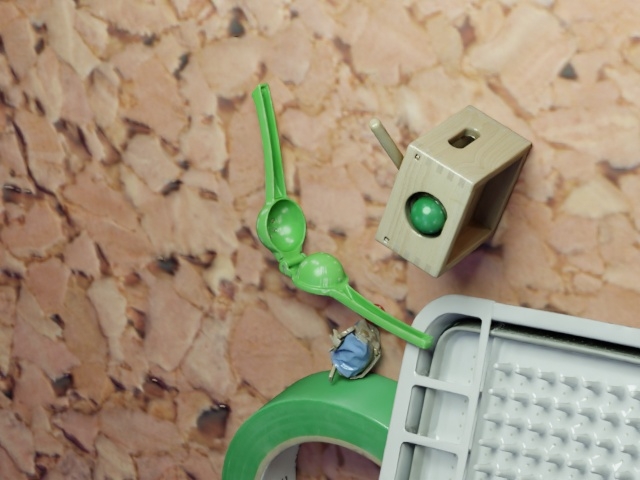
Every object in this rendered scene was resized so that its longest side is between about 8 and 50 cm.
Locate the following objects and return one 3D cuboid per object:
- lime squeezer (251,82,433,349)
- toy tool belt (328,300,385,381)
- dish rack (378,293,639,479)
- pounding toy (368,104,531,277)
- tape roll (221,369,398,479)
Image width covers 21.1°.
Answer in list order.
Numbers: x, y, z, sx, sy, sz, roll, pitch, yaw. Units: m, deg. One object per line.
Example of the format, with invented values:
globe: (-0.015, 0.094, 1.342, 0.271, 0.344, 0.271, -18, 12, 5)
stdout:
lime squeezer: (0.000, 0.000, 1.693, 0.110, 0.059, 0.310, -41, 73, 27)
toy tool belt: (0.035, 0.105, 1.727, 0.052, 0.051, 0.083, 37, 129, 16)
dish rack: (0.210, 0.210, 1.562, 0.333, 0.072, 0.285, 9, 87, 41)
pounding toy: (0.103, -0.054, 1.537, 0.100, 0.141, 0.130, 33, 128, 19)
tape roll: (0.045, 0.294, 1.799, 0.321, 0.077, 0.321, 17, 122, 29)
